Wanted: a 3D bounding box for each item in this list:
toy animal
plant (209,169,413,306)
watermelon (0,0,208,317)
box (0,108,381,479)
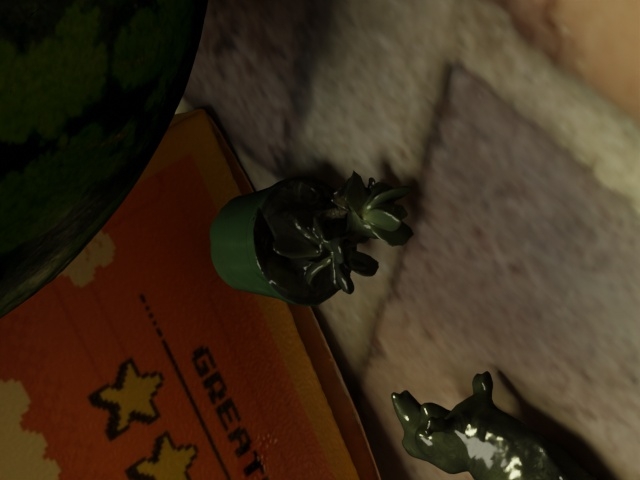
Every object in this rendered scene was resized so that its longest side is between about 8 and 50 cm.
[{"bbox_3d":[0.079,0.097,0.574,0.135,0.047,0.065,41,148,26],"label":"toy animal"},{"bbox_3d":[0.000,0.000,0.579,0.102,0.051,0.051,-5,119,55],"label":"plant"},{"bbox_3d":[-0.172,-0.103,0.464,0.285,0.285,0.285,40,153,26],"label":"watermelon"},{"bbox_3d":[-0.149,0.098,0.733,0.283,0.214,0.259,0,115,52],"label":"box"}]
